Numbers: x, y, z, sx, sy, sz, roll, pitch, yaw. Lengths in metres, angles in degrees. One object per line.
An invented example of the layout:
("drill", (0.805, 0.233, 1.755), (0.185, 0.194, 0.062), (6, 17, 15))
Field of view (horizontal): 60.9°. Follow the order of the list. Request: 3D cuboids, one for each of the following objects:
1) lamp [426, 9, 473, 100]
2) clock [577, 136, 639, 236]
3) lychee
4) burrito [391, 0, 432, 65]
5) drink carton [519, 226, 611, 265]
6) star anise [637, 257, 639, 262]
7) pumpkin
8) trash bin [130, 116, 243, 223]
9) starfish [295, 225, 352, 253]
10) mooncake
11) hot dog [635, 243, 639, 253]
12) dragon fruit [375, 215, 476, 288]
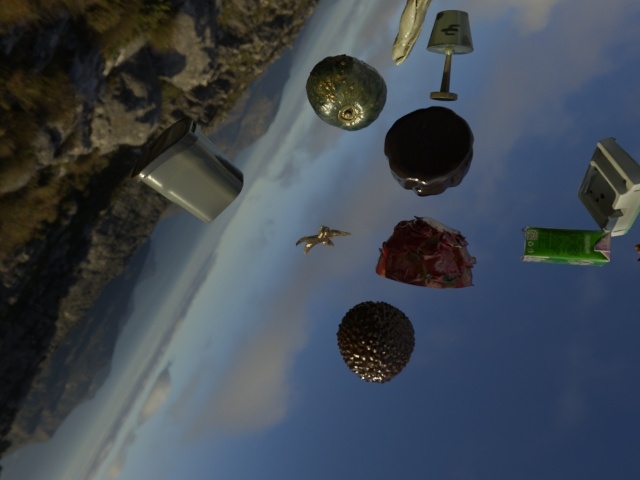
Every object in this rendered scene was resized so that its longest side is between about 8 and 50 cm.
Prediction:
("lamp", (0.331, -0.473, 1.404), (0.121, 0.121, 0.214), (-126, -139, -80))
("clock", (0.960, -0.172, 1.819), (0.262, 0.116, 0.231), (85, -12, -50))
("lychee", (0.175, 0.327, 1.729), (0.267, 0.267, 0.267), (-57, -170, 16))
("burrito", (0.286, -0.684, 1.620), (0.392, 0.076, 0.117), (107, 8, -63))
("drink carton", (0.812, 0.018, 1.820), (0.161, 0.271, 0.108), (25, 69, -71))
("star anise", (1.090, 0.066, 1.658), (0.111, 0.196, 0.212), (-55, 163, -22))
("pumpkin", (0.104, -0.618, 2.254), (0.291, 0.328, 0.257), (-35, -137, 32))
("trash bin", (-0.372, -0.197, 1.577), (0.219, 0.250, 0.220), (-40, -152, 18))
("starfish", (0.000, 0.000, 2.382), (0.277, 0.062, 0.236), (-15, 158, -28))
("mooncake", (0.346, -0.282, 1.733), (0.283, 0.283, 0.141), (-61, 162, -9))
("hot dog", (1.091, 0.026, 1.744), (0.062, 0.144, 0.038), (-5, 95, -58))
("dragon fruit", (0.391, 0.039, 1.999), (0.386, 0.371, 0.249), (-10, 109, -55))
